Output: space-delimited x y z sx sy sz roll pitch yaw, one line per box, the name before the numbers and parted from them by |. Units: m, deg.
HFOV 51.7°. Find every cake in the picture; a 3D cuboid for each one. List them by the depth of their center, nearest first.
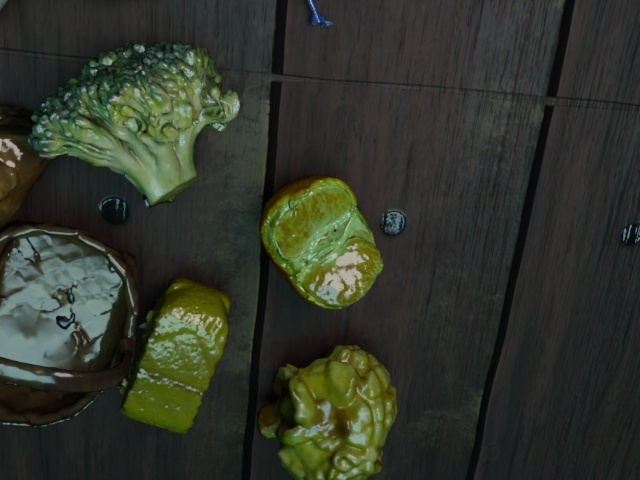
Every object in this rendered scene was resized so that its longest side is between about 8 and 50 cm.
cake | -0.251 0.191 1.154 0.156 0.179 0.260 22 102 -17

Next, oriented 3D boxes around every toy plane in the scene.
toy plane | -0.027 -0.414 1.042 0.062 0.054 0.167 -34 114 -24

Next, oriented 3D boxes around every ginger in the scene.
ginger | -0.547 -0.083 0.974 0.270 0.200 0.222 3 115 -30

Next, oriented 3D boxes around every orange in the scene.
orange | -0.003 -0.003 1.135 0.179 0.158 0.237 -39 113 -8

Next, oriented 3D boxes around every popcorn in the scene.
popcorn | 0.019 0.330 1.234 0.271 0.224 0.257 -26 96 9

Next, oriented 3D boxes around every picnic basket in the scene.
picnic basket | -0.426 0.144 0.997 0.293 0.337 0.337 18 106 -18

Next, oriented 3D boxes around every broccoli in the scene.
broccoli | -0.259 -0.166 0.982 0.288 0.248 0.245 -27 106 0

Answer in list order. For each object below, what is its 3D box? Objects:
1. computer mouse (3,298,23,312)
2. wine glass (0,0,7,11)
computer mouse | -0.596 0.192 1.153 0.245 0.056 0.126 -41 110 -6
wine glass | -0.431 -0.492 0.928 0.096 0.264 0.309 22 134 -32
